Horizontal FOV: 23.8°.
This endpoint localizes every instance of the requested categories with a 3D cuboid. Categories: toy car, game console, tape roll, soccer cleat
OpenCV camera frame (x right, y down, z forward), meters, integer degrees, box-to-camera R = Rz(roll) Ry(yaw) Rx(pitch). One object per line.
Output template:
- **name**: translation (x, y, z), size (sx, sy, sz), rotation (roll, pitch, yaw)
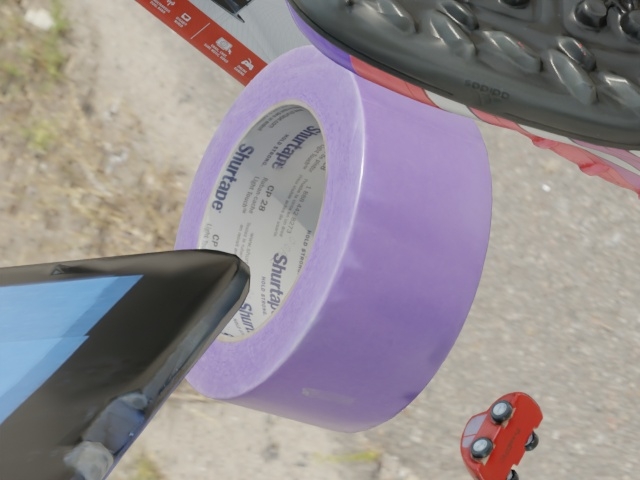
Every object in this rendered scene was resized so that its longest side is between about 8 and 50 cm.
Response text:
- **toy car**: translation (0.105, 0.254, 1.403), size (0.053, 0.225, 0.239), rotation (8, 92, 49)
- **game console**: translation (-0.198, 0.011, 0.325), size (0.293, 0.250, 0.173), rotation (-6, 51, 19)
- **tape roll**: translation (0.000, 0.000, 0.790), size (0.189, 0.080, 0.189), rotation (-38, 42, 45)
- **soccer cleat**: translation (0.130, -0.050, 0.539), size (0.116, 0.318, 0.109), rotation (121, 153, -55)

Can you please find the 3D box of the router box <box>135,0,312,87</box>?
- **router box**: translation (-0.038, -0.280, 1.340), size (0.301, 0.335, 0.082), rotation (-31, 31, 45)
